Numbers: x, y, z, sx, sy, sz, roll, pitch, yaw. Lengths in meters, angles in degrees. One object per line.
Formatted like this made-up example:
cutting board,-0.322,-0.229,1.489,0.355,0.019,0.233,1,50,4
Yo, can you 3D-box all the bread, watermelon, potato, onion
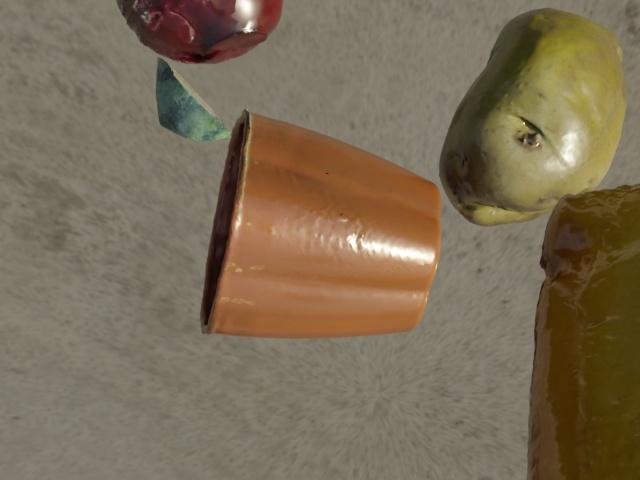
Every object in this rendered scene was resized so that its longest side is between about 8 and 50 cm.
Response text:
bread,0.111,0.068,0.385,0.094,0.245,0.102,-15,123,20
watermelon,-0.189,-0.192,1.827,0.081,0.094,0.180,-57,45,25
potato,0.184,-0.105,1.071,0.137,0.154,0.200,37,75,-20
onion,-0.178,-0.343,1.744,0.207,0.216,0.206,-18,78,-25

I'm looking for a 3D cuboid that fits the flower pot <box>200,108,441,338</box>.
flower pot,0.000,0.000,1.017,0.173,0.190,0.191,10,83,-11
